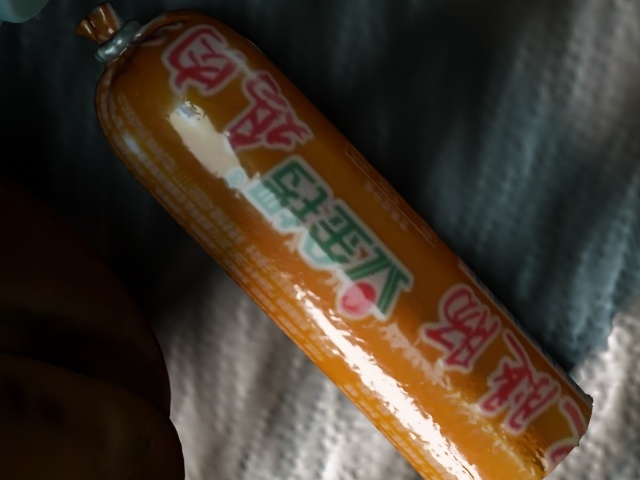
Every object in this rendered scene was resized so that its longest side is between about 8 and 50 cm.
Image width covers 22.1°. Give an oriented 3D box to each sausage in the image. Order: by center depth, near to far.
[{"bbox_3d":[0.000,0.000,0.800,0.093,0.093,0.312,-39,103,21],"label":"sausage"}]

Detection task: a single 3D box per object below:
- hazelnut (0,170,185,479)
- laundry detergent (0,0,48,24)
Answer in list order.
[{"bbox_3d":[-0.289,0.118,0.757,0.402,0.402,0.429,43,108,-11],"label":"hazelnut"},{"bbox_3d":[-0.237,-0.213,0.635,0.305,0.287,0.287,17,114,0],"label":"laundry detergent"}]
